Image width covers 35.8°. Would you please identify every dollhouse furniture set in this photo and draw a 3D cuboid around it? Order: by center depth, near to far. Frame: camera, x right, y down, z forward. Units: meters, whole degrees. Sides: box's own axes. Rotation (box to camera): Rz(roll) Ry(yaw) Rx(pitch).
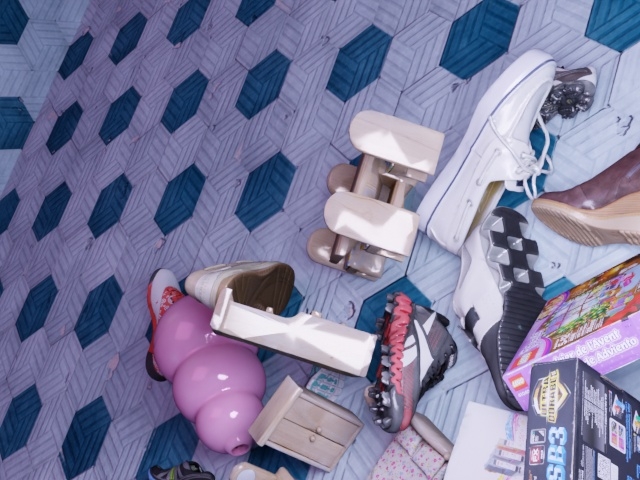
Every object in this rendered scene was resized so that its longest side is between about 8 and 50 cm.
[{"bbox_3d":[0.041,0.381,1.524,0.303,0.174,0.355,-55,37,4],"label":"dollhouse furniture set"},{"bbox_3d":[0.000,0.000,1.638,0.362,0.256,0.394,123,164,-81],"label":"dollhouse furniture set"}]

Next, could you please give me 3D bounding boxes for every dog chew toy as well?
[{"bbox_3d":[-0.194,0.256,1.868,0.206,0.206,0.332,-42,48,19],"label":"dog chew toy"}]

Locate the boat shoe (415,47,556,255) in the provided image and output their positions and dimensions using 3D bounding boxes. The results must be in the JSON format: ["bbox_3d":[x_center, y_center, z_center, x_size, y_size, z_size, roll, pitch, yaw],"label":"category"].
[{"bbox_3d":[0.303,-0.122,1.610,0.156,0.136,0.367,43,113,27],"label":"boat shoe"}]

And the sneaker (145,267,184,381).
[{"bbox_3d":[-0.299,0.162,2.134,0.145,0.090,0.270,-26,50,33],"label":"sneaker"}]

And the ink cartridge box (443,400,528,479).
[{"bbox_3d":[0.276,0.308,1.321,0.176,0.128,0.127,11,72,37],"label":"ink cartridge box"}]

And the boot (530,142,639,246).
[{"bbox_3d":[0.460,-0.091,1.499,0.248,0.090,0.207,14,63,53],"label":"boot"}]

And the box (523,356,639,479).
[{"bbox_3d":[0.338,0.323,1.136,0.073,0.293,0.295,-16,53,40],"label":"box"}]

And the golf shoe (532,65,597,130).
[{"bbox_3d":[0.386,-0.247,1.693,0.198,0.077,0.094,-4,44,45],"label":"golf shoe"}]

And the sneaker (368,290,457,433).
[{"bbox_3d":[0.150,0.195,1.554,0.276,0.135,0.098,-78,6,-52],"label":"sneaker"}]

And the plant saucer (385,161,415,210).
[{"bbox_3d":[0.096,-0.076,1.908,0.195,0.037,0.195,-29,44,32],"label":"plant saucer"}]

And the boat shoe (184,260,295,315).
[{"bbox_3d":[-0.143,0.084,1.849,0.098,0.302,0.109,16,97,24],"label":"boat shoe"}]

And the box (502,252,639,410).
[{"bbox_3d":[0.369,0.105,1.307,0.201,0.057,0.293,-33,1,28],"label":"box"}]

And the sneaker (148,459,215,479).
[{"bbox_3d":[-0.265,0.462,1.908,0.188,0.067,0.078,-3,40,49],"label":"sneaker"}]

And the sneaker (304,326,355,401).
[{"bbox_3d":[0.012,0.228,1.774,0.166,0.065,0.076,-59,21,-8],"label":"sneaker"}]

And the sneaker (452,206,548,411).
[{"bbox_3d":[0.274,0.123,1.520,0.146,0.122,0.330,-44,36,46],"label":"sneaker"}]
